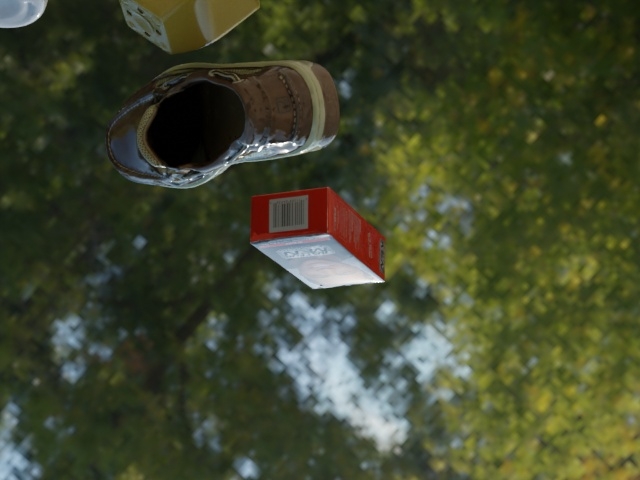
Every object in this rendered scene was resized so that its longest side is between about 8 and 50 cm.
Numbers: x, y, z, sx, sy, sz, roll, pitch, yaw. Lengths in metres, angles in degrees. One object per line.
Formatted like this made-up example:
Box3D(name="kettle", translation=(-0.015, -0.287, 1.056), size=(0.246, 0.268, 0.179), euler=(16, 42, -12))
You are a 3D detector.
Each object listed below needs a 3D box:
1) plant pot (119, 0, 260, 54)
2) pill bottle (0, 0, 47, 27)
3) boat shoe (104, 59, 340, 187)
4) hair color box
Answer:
Box3D(name="plant pot", translation=(-0.105, -0.189, 1.166), size=(0.081, 0.083, 0.081), euler=(34, 161, 20))
Box3D(name="pill bottle", translation=(-0.266, -0.290, 1.331), size=(0.108, 0.108, 0.193), euler=(30, -121, -38))
Box3D(name="boat shoe", translation=(-0.102, -0.090, 1.172), size=(0.095, 0.257, 0.095), euler=(-13, -89, -40))
Box3D(name="hair color box", translation=(0.000, 0.000, 1.312), size=(0.141, 0.072, 0.043), euler=(37, -130, -62))
